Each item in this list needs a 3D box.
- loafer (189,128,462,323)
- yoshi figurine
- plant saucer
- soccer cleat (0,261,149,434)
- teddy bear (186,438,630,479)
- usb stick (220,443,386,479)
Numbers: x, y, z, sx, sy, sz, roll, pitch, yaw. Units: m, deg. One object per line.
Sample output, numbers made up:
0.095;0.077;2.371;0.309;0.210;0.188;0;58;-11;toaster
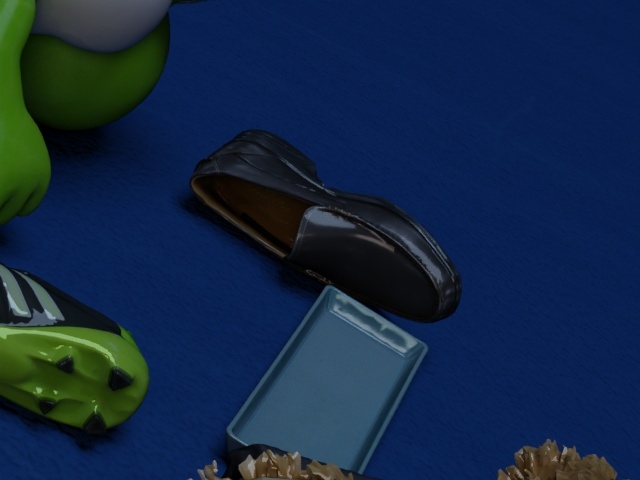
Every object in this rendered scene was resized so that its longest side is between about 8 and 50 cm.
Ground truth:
0.000;0.000;1.074;0.170;0.062;0.061;30;31;21;loafer
-0.195;-0.110;0.987;0.362;0.204;0.203;-14;8;-38;yoshi figurine
0.005;0.079;0.974;0.067;0.018;0.192;32;24;2;plant saucer
-0.158;0.030;0.848;0.179;0.060;0.072;29;15;-20;soccer cleat
0.089;0.188;0.760;0.338;0.113;0.245;2;39;-33;teddy bear
0.078;0.157;0.877;0.278;0.045;0.077;19;31;-24;usb stick
